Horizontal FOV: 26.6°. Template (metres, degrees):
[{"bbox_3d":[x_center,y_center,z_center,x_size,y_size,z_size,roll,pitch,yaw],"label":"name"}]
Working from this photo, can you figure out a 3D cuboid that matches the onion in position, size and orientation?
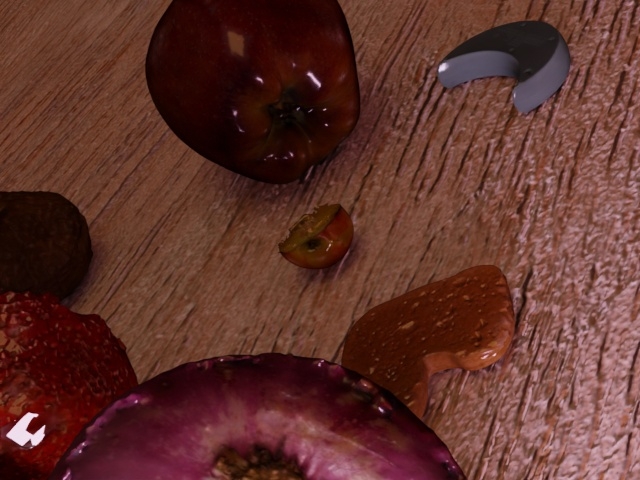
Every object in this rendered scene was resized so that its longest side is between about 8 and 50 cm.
[{"bbox_3d":[-0.035,0.271,1.047,0.358,0.345,0.358,-11,49,13],"label":"onion"}]

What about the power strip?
[{"bbox_3d":[0.241,-0.233,1.755,0.137,0.044,0.216,-38,31,-12],"label":"power strip"}]

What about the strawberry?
[{"bbox_3d":[-0.327,0.188,1.471,0.261,0.261,0.257,-30,45,3],"label":"strawberry"}]

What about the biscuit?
[{"bbox_3d":[0.111,0.116,1.368,0.192,0.036,0.186,-23,34,14],"label":"biscuit"}]

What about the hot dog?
[{"bbox_3d":[-0.499,0.021,1.851,0.387,0.174,0.267,-3,14,-43],"label":"hot dog"}]

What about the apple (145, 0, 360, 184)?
[{"bbox_3d":[-0.089,-0.232,1.836,0.288,0.288,0.317,-32,39,-1],"label":"apple"}]

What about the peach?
[{"bbox_3d":[0.000,0.001,1.615,0.098,0.061,0.098,-33,15,10],"label":"peach"}]
